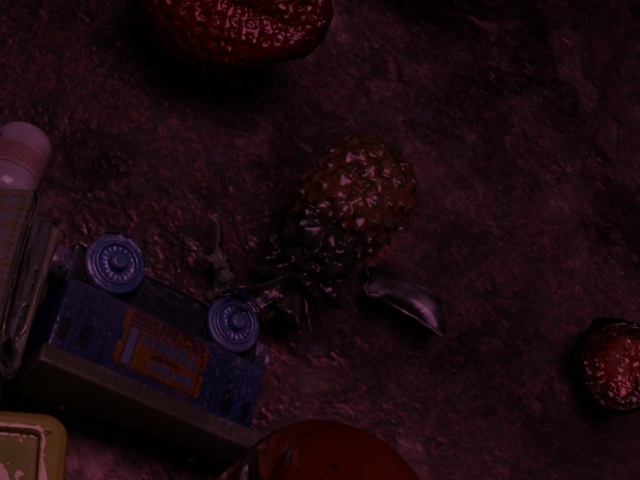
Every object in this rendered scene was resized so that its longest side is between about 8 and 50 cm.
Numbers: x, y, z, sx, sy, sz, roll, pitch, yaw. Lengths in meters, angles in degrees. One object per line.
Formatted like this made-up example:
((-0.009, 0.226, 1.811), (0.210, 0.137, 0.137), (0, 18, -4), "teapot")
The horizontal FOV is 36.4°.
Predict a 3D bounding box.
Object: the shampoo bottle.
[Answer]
((-0.381, -0.055, 1.162), (0.074, 0.074, 0.192), (21, 53, -16), "shampoo bottle")

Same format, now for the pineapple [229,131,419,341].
((0.000, 0.000, 1.287), (0.169, 0.169, 0.340), (40, 50, 0), "pineapple")

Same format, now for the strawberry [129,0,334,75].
((-0.116, -0.355, 1.396), (0.288, 0.250, 0.238), (17, 12, 8), "strawberry")

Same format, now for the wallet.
((-0.439, 0.043, 0.985), (0.310, 0.077, 0.223), (-1, 55, 6), "wallet")

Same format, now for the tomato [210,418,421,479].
((-0.006, 0.347, 0.946), (0.273, 0.341, 0.341), (44, 47, -18), "tomato")

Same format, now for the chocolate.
((0.433, 0.188, 1.425), (0.127, 0.124, 0.133), (32, 71, -48), "chocolate")

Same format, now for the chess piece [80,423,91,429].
((-0.273, 0.169, 1.102), (0.035, 0.035, 0.092), (-8, 68, -33), "chess piece")

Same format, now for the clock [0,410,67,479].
((-0.361, 0.242, 0.962), (0.202, 0.096, 0.143), (10, 58, -22), "clock")

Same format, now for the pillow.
((0.119, 0.082, 1.360), (0.136, 0.055, 0.091), (32, 47, -8), "pillow")

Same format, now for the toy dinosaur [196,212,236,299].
((-0.128, 0.047, 1.253), (0.058, 0.037, 0.180), (-1, 77, -53), "toy dinosaur")

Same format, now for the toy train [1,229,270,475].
((-0.195, 0.127, 1.090), (0.300, 0.131, 0.202), (28, 53, -25), "toy train")
